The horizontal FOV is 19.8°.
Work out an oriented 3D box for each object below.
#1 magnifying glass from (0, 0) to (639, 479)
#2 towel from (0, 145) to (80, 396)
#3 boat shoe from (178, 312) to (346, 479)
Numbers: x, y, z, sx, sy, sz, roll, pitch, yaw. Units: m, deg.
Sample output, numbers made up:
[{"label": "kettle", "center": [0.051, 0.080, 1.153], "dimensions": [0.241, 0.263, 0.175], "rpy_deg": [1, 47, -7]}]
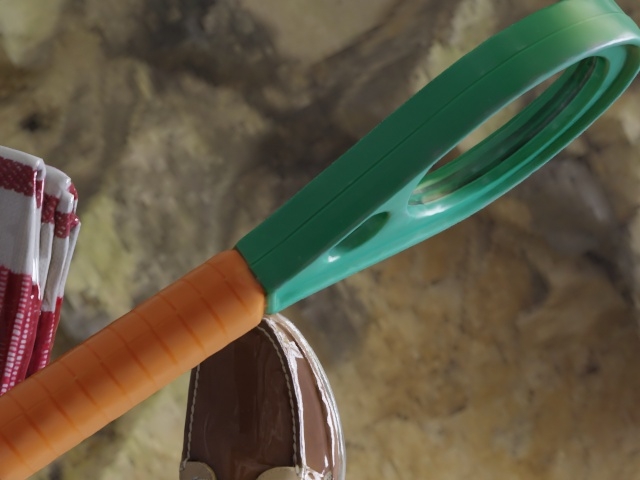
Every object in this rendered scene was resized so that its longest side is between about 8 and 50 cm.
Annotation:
[{"label": "magnifying glass", "center": [0.000, 0.000, 0.532], "dimensions": [0.231, 0.026, 0.092], "rpy_deg": [-31, 165, -13]}, {"label": "towel", "center": [-0.225, 0.101, 0.653], "dimensions": [0.237, 0.329, 0.037], "rpy_deg": [17, -174, 19]}, {"label": "boat shoe", "center": [-0.047, 0.208, 1.310], "dimensions": [0.123, 0.325, 0.116], "rpy_deg": [-5, -178, 12]}]
